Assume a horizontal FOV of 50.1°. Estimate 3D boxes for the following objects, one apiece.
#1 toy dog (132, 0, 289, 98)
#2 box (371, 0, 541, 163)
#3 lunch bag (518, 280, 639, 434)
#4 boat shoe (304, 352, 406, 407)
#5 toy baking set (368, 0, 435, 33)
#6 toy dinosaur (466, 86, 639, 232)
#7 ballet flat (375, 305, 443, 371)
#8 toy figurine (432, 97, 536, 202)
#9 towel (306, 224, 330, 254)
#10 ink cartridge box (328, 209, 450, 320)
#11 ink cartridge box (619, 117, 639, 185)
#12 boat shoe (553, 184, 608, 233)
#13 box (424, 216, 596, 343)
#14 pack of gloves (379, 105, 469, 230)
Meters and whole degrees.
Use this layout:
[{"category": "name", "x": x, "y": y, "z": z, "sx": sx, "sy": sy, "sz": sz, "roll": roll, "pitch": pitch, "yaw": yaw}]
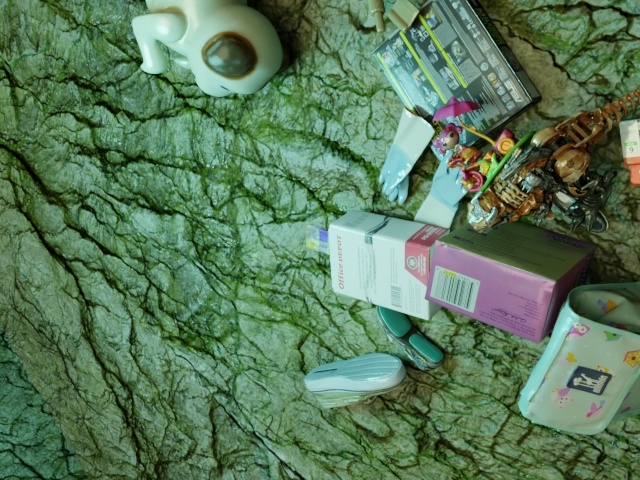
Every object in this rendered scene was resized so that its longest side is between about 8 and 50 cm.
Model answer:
[{"category": "toy dog", "x": -0.233, "y": -0.504, "z": 1.490, "sx": 0.395, "sy": 0.284, "sz": 0.408, "roll": -29, "pitch": 87, "yaw": 21}, {"category": "box", "x": 0.250, "y": -0.313, "z": 1.293, "sx": 0.216, "sy": 0.060, "sz": 0.270, "roll": -37, "pitch": 81, "yaw": 38}, {"category": "lunch bag", "x": 0.464, "y": 0.194, "z": 1.141, "sx": 0.160, "sy": 0.262, "sz": 0.223, "roll": 49, "pitch": 132, "yaw": 44}, {"category": "boat shoe", "x": 0.090, "y": 0.332, "z": 1.598, "sx": 0.302, "sy": 0.109, "sz": 0.094, "roll": -16, "pitch": 110, "yaw": 47}, {"category": "toy baking set", "x": 0.162, "y": -0.519, "z": 1.291, "sx": 0.196, "sy": 0.030, "sz": 0.256, "roll": -24, "pitch": 71, "yaw": 36}, {"category": "toy dinosaur", "x": 0.392, "y": -0.116, "z": 1.117, "sx": 0.321, "sy": 0.218, "sz": 0.164, "roll": -23, "pitch": 65, "yaw": 25}, {"category": "ballet flat", "x": 0.185, "y": 0.217, "z": 1.505, "sx": 0.188, "sy": 0.070, "sz": 0.070, "roll": 46, "pitch": 126, "yaw": 20}, {"category": "toy figurine", "x": 0.264, "y": -0.172, "z": 1.216, "sx": 0.159, "sy": 0.130, "sz": 0.173, "roll": 43, "pitch": 116, "yaw": 14}, {"category": "towel", "x": 0.000, "y": 0.000, "z": 1.606, "sx": 0.083, "sy": 0.009, "sz": 0.060, "roll": 19, "pitch": 114, "yaw": 31}, {"category": "ink cartridge box", "x": 0.144, "y": 0.046, "z": 1.440, "sx": 0.237, "sy": 0.100, "sz": 0.172, "roll": 14, "pitch": 122, "yaw": 32}, {"category": "ink cartridge box", "x": 0.542, "y": -0.148, "z": 1.146, "sx": 0.062, "sy": 0.029, "sz": 0.115, "roll": -4, "pitch": 101, "yaw": 37}, {"category": "boat shoe", "x": 0.460, "y": -0.056, "z": 1.230, "sx": 0.125, "sy": 0.038, "sz": 0.046, "roll": 47, "pitch": 126, "yaw": 16}, {"category": "box", "x": 0.341, "y": 0.056, "z": 1.221, "sx": 0.213, "sy": 0.243, "sz": 0.117, "roll": 21, "pitch": 115, "yaw": 30}, {"category": "pack of gloves", "x": 0.195, "y": -0.116, "z": 1.355, "sx": 0.195, "sy": 0.046, "sz": 0.232, "roll": 44, "pitch": 146, "yaw": 21}]
